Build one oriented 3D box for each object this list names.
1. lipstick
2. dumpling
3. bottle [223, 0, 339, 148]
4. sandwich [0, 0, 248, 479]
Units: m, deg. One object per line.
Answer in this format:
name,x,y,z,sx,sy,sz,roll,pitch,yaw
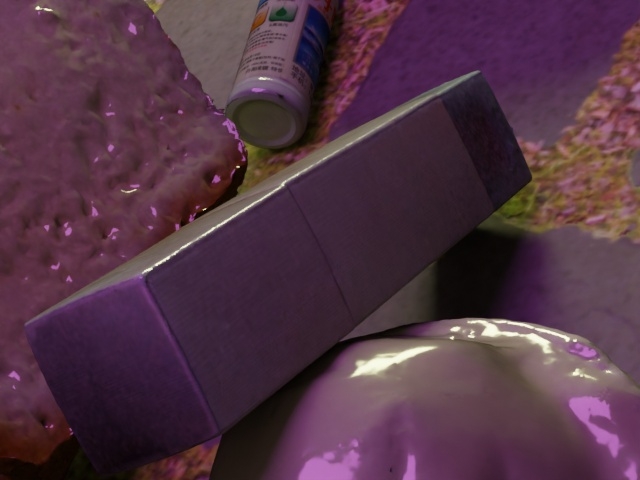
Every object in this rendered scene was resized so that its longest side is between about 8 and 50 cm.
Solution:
lipstick,0.000,0.000,0.782,0.076,0.079,0.371,-22,7,32
dumpling,0.058,0.154,0.695,0.227,0.175,0.243,-2,85,14
bottle,-0.019,-0.160,1.129,0.060,0.060,0.217,-12,45,26
sandwich,-0.207,-0.024,0.963,0.325,0.262,0.131,-61,4,-30
